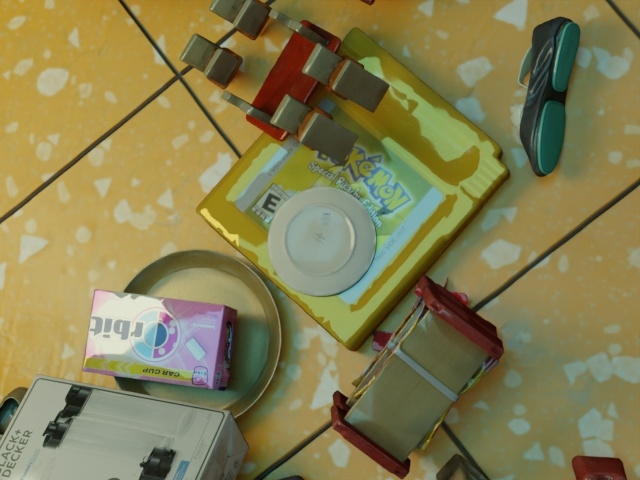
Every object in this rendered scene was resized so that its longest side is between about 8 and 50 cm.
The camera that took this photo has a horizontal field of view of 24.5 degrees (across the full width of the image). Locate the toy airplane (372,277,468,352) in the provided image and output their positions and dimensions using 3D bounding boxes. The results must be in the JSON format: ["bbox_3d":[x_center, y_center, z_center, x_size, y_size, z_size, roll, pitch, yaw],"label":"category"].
[{"bbox_3d":[0.144,0.119,1.855,0.151,0.028,0.151,-1,82,10],"label":"toy airplane"}]

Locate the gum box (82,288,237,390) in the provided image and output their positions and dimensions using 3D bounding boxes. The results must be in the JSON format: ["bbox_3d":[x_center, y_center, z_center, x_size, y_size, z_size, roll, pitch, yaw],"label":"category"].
[{"bbox_3d":[-0.200,0.128,1.878,0.188,0.062,0.107,6,83,13],"label":"gum box"}]

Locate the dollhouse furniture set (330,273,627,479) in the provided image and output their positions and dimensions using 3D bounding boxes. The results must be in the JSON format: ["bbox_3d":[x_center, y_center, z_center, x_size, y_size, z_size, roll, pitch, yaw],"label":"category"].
[{"bbox_3d":[0.211,0.240,1.771,0.374,0.152,0.201,38,98,-4],"label":"dollhouse furniture set"}]

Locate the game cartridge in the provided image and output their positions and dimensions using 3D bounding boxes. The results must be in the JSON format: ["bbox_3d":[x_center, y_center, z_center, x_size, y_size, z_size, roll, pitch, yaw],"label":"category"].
[{"bbox_3d":[0.043,-0.068,1.894,0.285,0.052,0.324,41,93,15],"label":"game cartridge"}]

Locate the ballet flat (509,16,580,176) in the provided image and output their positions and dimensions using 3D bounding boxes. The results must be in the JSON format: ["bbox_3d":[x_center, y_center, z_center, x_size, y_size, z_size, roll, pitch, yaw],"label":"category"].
[{"bbox_3d":[0.278,-0.182,1.857,0.074,0.074,0.203,10,90,14],"label":"ballet flat"}]

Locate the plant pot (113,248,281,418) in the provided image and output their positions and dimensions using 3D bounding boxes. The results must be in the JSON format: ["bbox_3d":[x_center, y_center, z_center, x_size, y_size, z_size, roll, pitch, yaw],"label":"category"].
[{"bbox_3d":[-0.162,0.130,1.919,0.236,0.032,0.236,-2,80,12],"label":"plant pot"}]

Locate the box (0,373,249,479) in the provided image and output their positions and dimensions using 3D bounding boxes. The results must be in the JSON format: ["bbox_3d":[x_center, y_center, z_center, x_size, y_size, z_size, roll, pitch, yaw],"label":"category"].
[{"bbox_3d":[-0.256,0.278,1.830,0.290,0.087,0.169,8,54,24],"label":"box"}]

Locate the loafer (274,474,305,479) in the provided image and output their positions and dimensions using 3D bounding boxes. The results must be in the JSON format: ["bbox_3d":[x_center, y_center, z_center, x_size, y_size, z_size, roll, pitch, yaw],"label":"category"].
[{"bbox_3d":[-0.152,0.363,1.858,0.302,0.109,0.095,-8,60,5],"label":"loafer"}]

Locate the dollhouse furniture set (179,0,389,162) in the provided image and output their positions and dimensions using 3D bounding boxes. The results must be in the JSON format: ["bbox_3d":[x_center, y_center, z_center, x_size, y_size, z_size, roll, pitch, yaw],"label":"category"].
[{"bbox_3d":[-0.009,-0.251,1.871,0.262,0.135,0.259,36,98,39],"label":"dollhouse furniture set"}]

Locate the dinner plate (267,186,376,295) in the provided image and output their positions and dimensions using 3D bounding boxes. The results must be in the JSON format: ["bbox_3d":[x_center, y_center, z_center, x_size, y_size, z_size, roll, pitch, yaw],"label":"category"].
[{"bbox_3d":[0.000,0.000,1.862,0.141,0.017,0.141,-2,79,10],"label":"dinner plate"}]

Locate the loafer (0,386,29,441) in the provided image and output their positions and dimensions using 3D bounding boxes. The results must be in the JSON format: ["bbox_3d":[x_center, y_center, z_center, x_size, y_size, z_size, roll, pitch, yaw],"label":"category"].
[{"bbox_3d":[-0.426,0.262,1.947,0.056,0.050,0.148,19,86,14],"label":"loafer"}]
